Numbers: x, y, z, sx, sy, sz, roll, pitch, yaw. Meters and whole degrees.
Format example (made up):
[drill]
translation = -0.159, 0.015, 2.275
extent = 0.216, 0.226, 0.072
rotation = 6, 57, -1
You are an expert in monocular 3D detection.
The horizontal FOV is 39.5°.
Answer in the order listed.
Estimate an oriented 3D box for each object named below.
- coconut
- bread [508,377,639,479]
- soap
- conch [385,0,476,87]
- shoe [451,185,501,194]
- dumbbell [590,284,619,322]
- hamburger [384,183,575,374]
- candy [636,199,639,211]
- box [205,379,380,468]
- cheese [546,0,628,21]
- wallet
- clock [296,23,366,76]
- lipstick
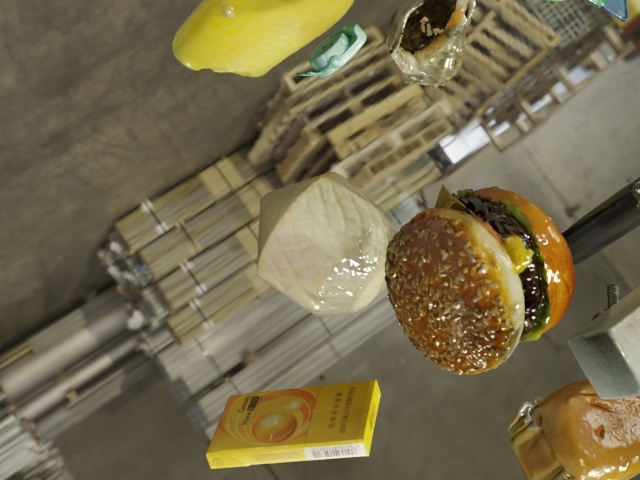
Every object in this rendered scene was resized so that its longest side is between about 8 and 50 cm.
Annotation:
[coconut]
translation = 0.000, 0.000, 1.856
extent = 0.329, 0.329, 0.329
rotation = -35, 176, -3
[bread]
translation = 0.364, 0.245, 1.152
extent = 0.241, 0.136, 0.107
rotation = -10, 154, -34
[soap]
translation = -0.117, -0.501, 1.965
extent = 0.306, 0.115, 0.427
rotation = 12, 154, -40
[conch]
translation = 0.170, -0.319, 1.357
extent = 0.155, 0.130, 0.207
rotation = -41, 169, -48
[shoe]
translation = 0.336, -0.042, 1.856
extent = 0.128, 0.140, 0.262
rotation = -11, 168, 0
[dumbbell]
translation = 0.493, 0.189, 1.484
extent = 0.081, 0.081, 0.254
rotation = -41, -144, 53
[hamburger]
translation = 0.236, 0.061, 1.395
extent = 0.225, 0.291, 0.291
rotation = -20, 168, -33
[candy]
translation = 0.444, -0.077, 1.159
extent = 0.123, 0.035, 0.035
rotation = -59, 176, -28
[box]
translation = -0.042, 0.300, 1.465
extent = 0.269, 0.043, 0.152
rotation = -9, -153, 16
[cheese]
translation = 0.326, -0.409, 1.267
extent = 0.320, 0.204, 0.083
rotation = 21, 148, -30
[wallet]
translation = 0.545, -0.035, 1.670
extent = 0.228, 0.062, 0.406
rotation = -22, 165, -26
[clock]
translation = 0.019, -0.346, 1.660
extent = 0.135, 0.041, 0.101
rotation = -48, -157, -13
[lipstick]
translation = 0.428, 0.043, 0.962
extent = 0.371, 0.080, 0.076
rotation = -29, 178, -25
